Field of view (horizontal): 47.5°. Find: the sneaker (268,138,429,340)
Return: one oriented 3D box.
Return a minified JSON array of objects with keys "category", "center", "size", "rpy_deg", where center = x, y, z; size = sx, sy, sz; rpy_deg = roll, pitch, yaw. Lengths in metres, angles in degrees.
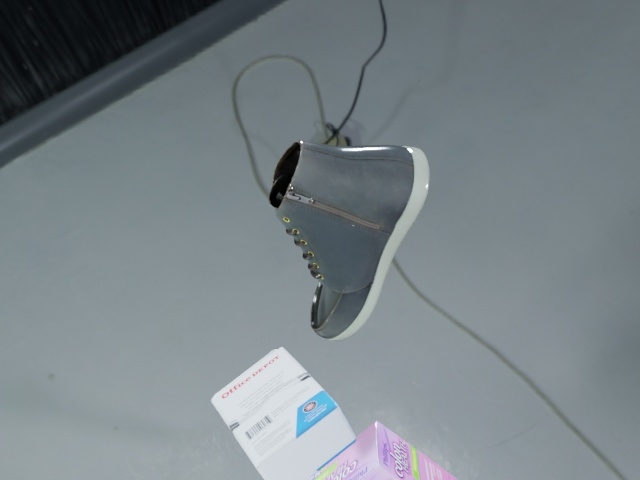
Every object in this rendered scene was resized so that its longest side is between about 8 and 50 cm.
[{"category":"sneaker","center":[0.000,0.000,0.648],"size":[0.118,0.222,0.083],"rpy_deg":[8,39,-17]}]

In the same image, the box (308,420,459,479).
[{"category":"box","center":[0.119,0.487,1.321],"size":[0.213,0.243,0.117],"rpy_deg":[-46,17,21]}]

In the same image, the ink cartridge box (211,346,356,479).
[{"category":"ink cartridge box","center":[-0.062,0.276,1.132],"size":[0.148,0.086,0.203],"rpy_deg":[-35,30,-12]}]
